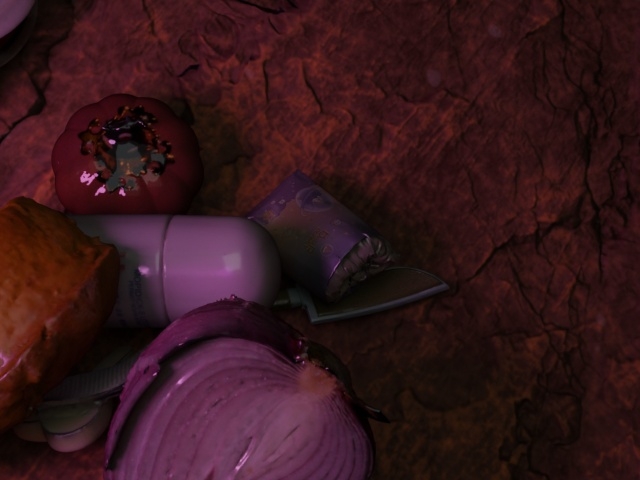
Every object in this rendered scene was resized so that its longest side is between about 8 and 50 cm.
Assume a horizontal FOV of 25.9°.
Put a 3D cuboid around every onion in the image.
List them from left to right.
[{"bbox_3d":[-0.115,0.217,1.460,0.349,0.159,0.267,-43,105,11],"label":"onion"}]

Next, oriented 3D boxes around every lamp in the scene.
[{"bbox_3d":[-0.228,-0.091,1.645,0.182,0.140,0.182,2,71,-6],"label":"lamp"}]

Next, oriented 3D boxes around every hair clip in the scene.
[{"bbox_3d":[-0.246,0.161,1.554,0.218,0.159,0.071,-21,114,10],"label":"hair clip"}]

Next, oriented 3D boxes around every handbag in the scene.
[{"bbox_3d":[0.000,0.000,1.661,0.173,0.095,0.117,35,64,22],"label":"handbag"}]

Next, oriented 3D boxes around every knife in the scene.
[{"bbox_3d":[-0.008,0.077,1.676,0.343,0.027,0.061,-10,55,-16],"label":"knife"}]

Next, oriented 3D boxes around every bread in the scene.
[{"bbox_3d":[-0.367,0.111,1.435,0.340,0.179,0.194,-42,93,14],"label":"bread"}]

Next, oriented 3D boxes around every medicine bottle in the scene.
[{"bbox_3d":[-0.213,0.034,1.558,0.341,0.130,0.130,0,68,8],"label":"medicine bottle"}]

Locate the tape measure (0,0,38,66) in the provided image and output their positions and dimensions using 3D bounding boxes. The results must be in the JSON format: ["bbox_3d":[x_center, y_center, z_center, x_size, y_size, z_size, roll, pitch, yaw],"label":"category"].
[{"bbox_3d":[-0.467,-0.309,1.696,0.258,0.130,0.265,35,62,1],"label":"tape measure"}]
